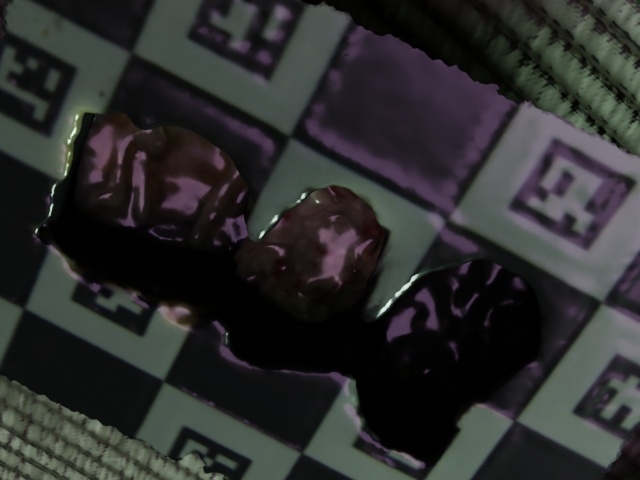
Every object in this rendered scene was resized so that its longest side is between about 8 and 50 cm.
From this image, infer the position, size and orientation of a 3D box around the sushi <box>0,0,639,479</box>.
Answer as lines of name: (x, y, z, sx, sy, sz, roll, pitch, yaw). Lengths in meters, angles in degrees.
sushi: (0.000, 0.000, 0.737, 0.373, 0.100, 0.296, 25, 123, -1)

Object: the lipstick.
lipstick: (0.032, 0.082, 0.835, 0.234, 0.053, 0.053, -6, 132, 21)
